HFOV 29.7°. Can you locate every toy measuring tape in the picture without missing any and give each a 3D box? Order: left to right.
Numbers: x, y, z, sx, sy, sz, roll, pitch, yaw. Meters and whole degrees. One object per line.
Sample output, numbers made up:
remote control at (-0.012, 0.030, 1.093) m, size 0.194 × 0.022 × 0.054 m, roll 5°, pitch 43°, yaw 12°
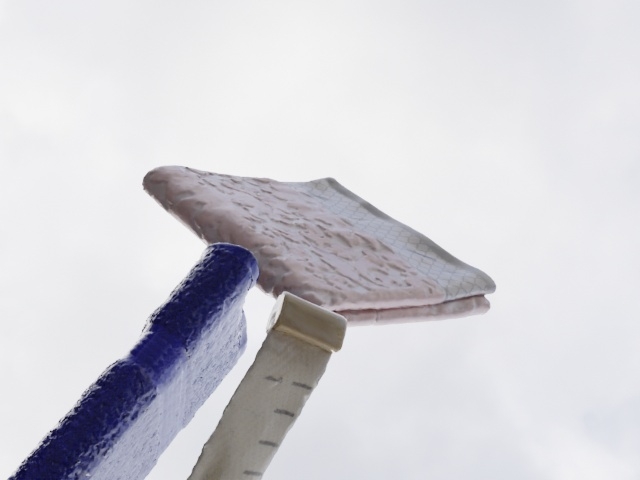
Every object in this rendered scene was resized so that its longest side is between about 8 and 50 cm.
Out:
toy measuring tape at (-0.086, 0.166, 0.646) m, size 0.121 × 0.121 × 0.330 m, roll 34°, pitch -80°, yaw 40°

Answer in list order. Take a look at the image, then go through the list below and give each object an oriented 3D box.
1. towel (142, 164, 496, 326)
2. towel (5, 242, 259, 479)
towel at (0.000, 0.000, 1.432) m, size 0.332 × 0.317 × 0.053 m, roll 35°, pitch -65°, yaw 40°
towel at (-0.176, 0.151, 1.098) m, size 0.076 × 0.308 × 0.227 m, roll 33°, pitch -28°, yaw 11°
